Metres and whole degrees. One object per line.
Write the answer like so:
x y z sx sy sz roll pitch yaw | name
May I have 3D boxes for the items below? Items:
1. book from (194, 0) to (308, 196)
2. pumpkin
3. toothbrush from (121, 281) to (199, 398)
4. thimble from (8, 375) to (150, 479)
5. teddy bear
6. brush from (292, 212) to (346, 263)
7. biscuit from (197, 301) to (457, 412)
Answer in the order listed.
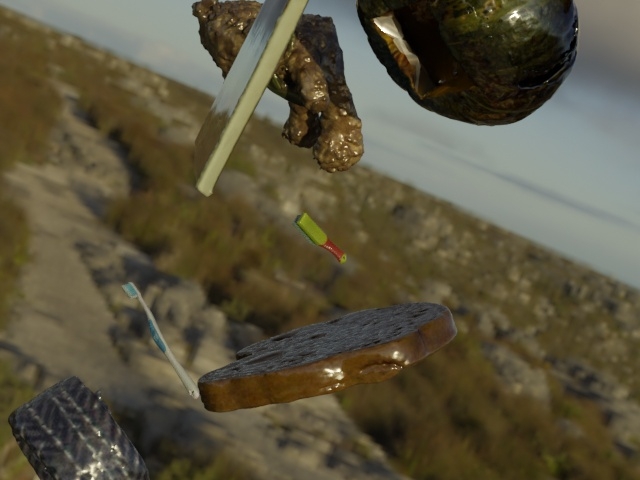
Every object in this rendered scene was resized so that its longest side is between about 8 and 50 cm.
-0.031 -0.196 1.199 0.021 0.310 0.217 25 10 -10 | book
0.190 -0.293 1.873 0.320 0.192 0.320 36 -27 22 | pumpkin
-0.175 0.109 1.588 0.017 0.014 0.162 -14 59 -43 | toothbrush
-0.173 0.153 1.031 0.104 0.066 0.095 57 -21 -3 | thimble
-0.063 -0.237 2.212 0.222 0.296 0.246 -20 33 -29 | teddy bear
0.000 0.000 1.735 0.083 0.019 0.021 43 -36 -22 | brush
0.007 0.171 2.088 0.381 0.074 0.359 -20 5 -10 | biscuit
